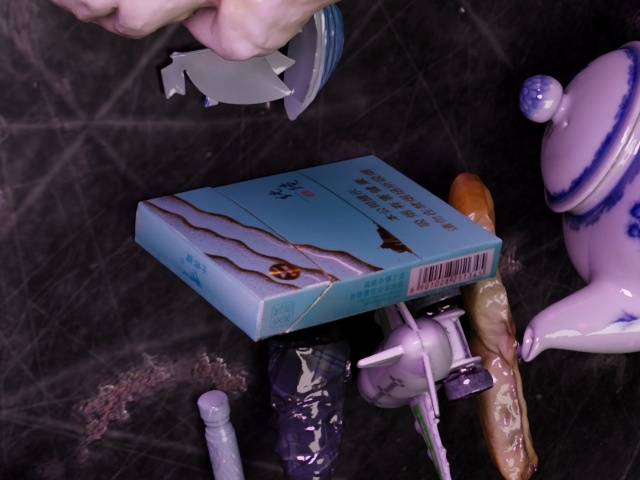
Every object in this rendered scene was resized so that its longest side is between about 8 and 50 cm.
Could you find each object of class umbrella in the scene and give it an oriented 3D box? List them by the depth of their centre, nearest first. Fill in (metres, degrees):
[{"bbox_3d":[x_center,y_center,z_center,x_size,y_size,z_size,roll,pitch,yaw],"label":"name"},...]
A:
[{"bbox_3d":[-0.013,0.189,1.502,0.080,0.071,0.224,2,88,-38],"label":"umbrella"}]

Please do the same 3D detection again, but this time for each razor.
[{"bbox_3d":[-0.072,0.226,1.526,0.106,0.068,0.232,-29,128,-26],"label":"razor"}]

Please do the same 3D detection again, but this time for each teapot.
[{"bbox_3d":[0.290,-0.067,1.538,0.280,0.252,0.424,27,75,-12],"label":"teapot"}]

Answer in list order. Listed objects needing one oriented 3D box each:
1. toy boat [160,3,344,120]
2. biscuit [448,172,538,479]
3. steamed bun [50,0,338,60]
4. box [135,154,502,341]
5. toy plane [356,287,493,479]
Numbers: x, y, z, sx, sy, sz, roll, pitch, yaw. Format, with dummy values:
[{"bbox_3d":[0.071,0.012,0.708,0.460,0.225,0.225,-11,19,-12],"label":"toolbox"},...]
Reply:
[{"bbox_3d":[-0.042,-0.124,1.334,0.149,0.034,0.105,-37,133,-19],"label":"toy boat"},{"bbox_3d":[0.145,0.068,1.556,0.045,0.154,0.299,-9,117,4],"label":"biscuit"},{"bbox_3d":[-0.070,-0.301,1.049,0.352,0.247,0.339,-39,121,9],"label":"steamed bun"},{"bbox_3d":[-0.001,0.000,1.358,0.229,0.162,0.041,-13,124,-36],"label":"box"},{"bbox_3d":[0.078,0.100,1.487,0.101,0.251,0.255,-19,169,-2],"label":"toy plane"}]
